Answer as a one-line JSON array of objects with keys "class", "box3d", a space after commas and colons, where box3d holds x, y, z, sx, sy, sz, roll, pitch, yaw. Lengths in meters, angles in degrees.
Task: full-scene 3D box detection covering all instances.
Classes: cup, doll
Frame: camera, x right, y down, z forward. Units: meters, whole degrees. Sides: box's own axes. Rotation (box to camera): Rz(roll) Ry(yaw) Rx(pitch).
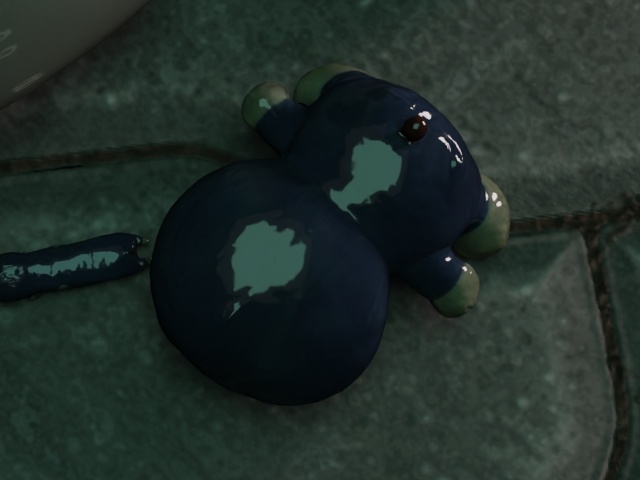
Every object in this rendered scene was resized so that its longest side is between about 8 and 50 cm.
[{"class": "cup", "box3d": [-0.260, -0.216, 1.389, 0.234, 0.186, 0.258, -31, 55, -22]}, {"class": "doll", "box3d": [-0.186, 0.019, 1.403, 0.125, 0.027, 0.037, -10, 79, -13]}, {"class": "doll", "box3d": [0.000, 0.000, 1.379, 0.228, 0.154, 0.258, 44, 82, 0]}]
